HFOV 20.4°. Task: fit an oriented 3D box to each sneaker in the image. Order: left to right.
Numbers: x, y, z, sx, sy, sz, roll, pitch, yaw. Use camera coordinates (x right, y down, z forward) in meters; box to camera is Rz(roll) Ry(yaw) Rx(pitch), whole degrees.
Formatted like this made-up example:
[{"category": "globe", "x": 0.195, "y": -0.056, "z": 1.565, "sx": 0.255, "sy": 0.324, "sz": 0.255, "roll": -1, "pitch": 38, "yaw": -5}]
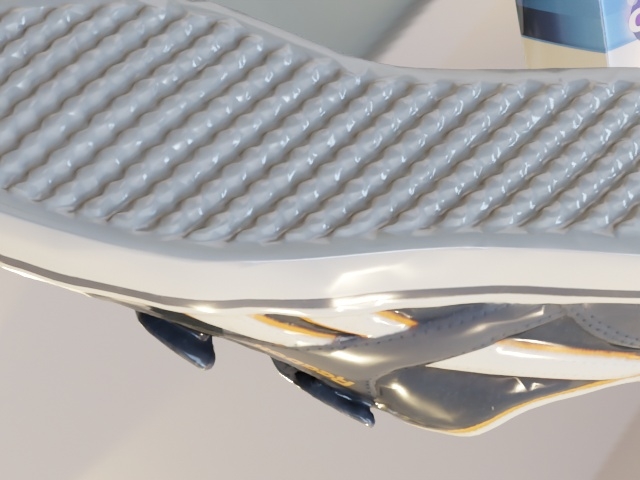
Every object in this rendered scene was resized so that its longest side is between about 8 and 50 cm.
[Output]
[{"category": "sneaker", "x": 0.000, "y": 0.000, "z": 0.642, "sx": 0.321, "sy": 0.127, "sz": 0.126, "roll": 8, "pitch": -127, "yaw": -3}]

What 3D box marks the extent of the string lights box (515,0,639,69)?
[{"category": "string lights box", "x": 0.165, "y": -0.209, "z": 0.953, "sx": 0.133, "sy": 0.259, "sz": 0.077, "roll": -25, "pitch": -154, "yaw": -28}]
